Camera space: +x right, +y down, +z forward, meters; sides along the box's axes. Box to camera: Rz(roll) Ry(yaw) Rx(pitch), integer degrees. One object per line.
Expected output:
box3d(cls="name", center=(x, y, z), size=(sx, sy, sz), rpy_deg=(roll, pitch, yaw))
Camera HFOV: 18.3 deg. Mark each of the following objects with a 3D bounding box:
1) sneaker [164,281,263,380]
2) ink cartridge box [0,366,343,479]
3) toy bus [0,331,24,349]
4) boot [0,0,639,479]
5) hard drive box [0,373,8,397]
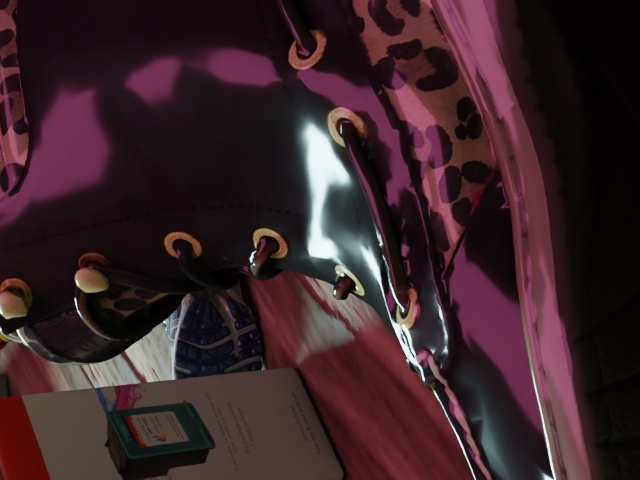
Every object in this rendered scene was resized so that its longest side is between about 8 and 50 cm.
box3d(cls="sneaker", center=(-0.066, 0.043, 1.126), size=(0.058, 0.052, 0.135), rpy_deg=(150, 120, -69))
box3d(cls="ink cartridge box", center=(-0.121, 0.144, 1.041), size=(0.078, 0.231, 0.134), rpy_deg=(64, 145, 34))
box3d(cls="toy bus", center=(-0.281, 0.008, 1.438), size=(0.191, 0.202, 0.104), rpy_deg=(-34, 34, 65))
box3d(cls="boot", center=(0.000, 0.000, 0.776), size=(0.284, 0.138, 0.377), rpy_deg=(-19, 88, 37))
box3d(cls="hard drive box", center=(-0.313, 0.226, 1.498), size=(0.232, 0.089, 0.181), rpy_deg=(-43, 48, 45))
